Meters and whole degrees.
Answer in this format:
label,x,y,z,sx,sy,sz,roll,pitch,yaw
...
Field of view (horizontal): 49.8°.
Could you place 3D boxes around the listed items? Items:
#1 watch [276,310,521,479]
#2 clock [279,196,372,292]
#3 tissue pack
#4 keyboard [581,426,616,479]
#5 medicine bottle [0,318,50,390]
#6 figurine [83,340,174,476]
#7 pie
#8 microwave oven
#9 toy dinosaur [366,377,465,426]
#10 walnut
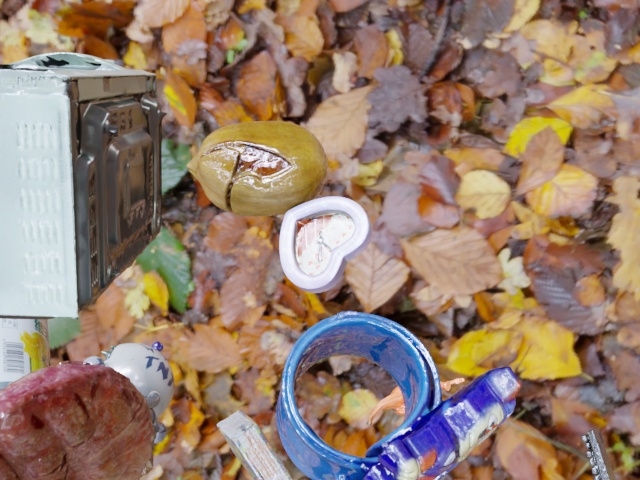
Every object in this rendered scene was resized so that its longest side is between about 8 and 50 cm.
label,x,y,z,sx,sy,sz,roll,pitch,yaw
watch,0.057,0.172,0.723,0.200,0.196,0.171,46,143,22
clock,0.000,0.000,1.359,0.172,0.064,0.198,37,85,26
tissue pack,-0.121,0.396,1.283,0.148,0.060,0.108,59,161,-12
keyboard,0.506,0.480,1.168,0.027,0.106,0.317,-20,70,24
medicine bottle,-0.465,0.135,0.988,0.141,0.141,0.293,-46,47,27
figurine,-0.418,0.364,1.509,0.186,0.382,0.261,-17,115,0
pie,-0.236,0.201,0.583,0.054,0.218,0.205,24,126,32
microwave oven,-0.267,-0.069,0.698,0.181,0.295,0.238,2,104,-1
toy dinosaur,0.168,0.255,1.132,0.101,0.279,0.056,-20,75,48
walnut,-0.131,-0.146,1.426,0.297,0.203,0.203,0,97,10
